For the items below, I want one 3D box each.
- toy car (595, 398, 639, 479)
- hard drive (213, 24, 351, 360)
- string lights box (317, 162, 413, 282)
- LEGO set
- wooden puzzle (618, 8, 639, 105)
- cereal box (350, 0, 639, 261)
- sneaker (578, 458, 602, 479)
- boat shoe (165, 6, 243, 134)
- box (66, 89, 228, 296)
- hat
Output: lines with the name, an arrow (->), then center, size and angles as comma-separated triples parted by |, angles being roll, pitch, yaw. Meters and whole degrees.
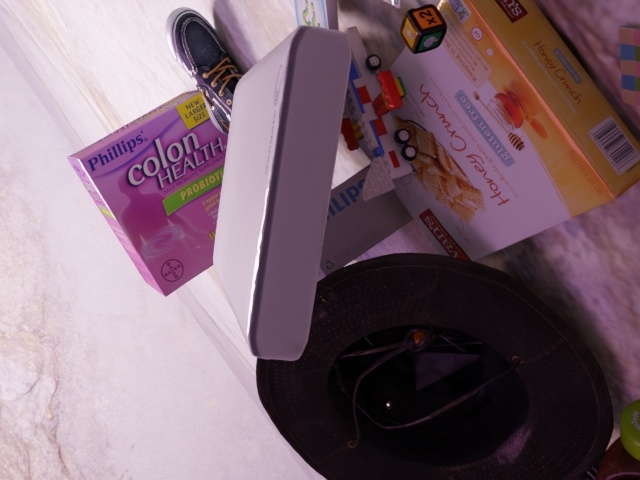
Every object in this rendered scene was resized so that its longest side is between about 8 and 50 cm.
toy car -> 0.259, 0.254, 0.540 | 0.149, 0.188, 0.155 | 32, 150, 47
hard drive -> -0.055, -0.052, 0.636 | 0.353, 0.047, 0.233 | -151, 69, -74
string lights box -> 0.000, 0.000, 0.789 | 0.077, 0.133, 0.260 | 56, 160, 1
LEGO set -> 0.016, -0.155, 0.535 | 0.244, 0.060, 0.182 | 51, 155, 48
wooden puzzle -> 0.196, -0.097, 0.389 | 0.049, 0.006, 0.083 | 30, 149, 48
cereal box -> 0.118, -0.077, 0.533 | 0.173, 0.047, 0.240 | 54, 160, 3
sneaker -> 0.265, 0.251, 0.713 | 0.211, 0.080, 0.081 | 41, -179, 28
boat shoe -> -0.123, -0.205, 0.850 | 0.083, 0.065, 0.183 | 31, 156, 45
box -> -0.229, -0.077, 1.059 | 0.117, 0.213, 0.243 | 15, 135, 60
hat -> 0.106, 0.129, 0.673 | 0.134, 0.331, 0.331 | -75, -38, -61
